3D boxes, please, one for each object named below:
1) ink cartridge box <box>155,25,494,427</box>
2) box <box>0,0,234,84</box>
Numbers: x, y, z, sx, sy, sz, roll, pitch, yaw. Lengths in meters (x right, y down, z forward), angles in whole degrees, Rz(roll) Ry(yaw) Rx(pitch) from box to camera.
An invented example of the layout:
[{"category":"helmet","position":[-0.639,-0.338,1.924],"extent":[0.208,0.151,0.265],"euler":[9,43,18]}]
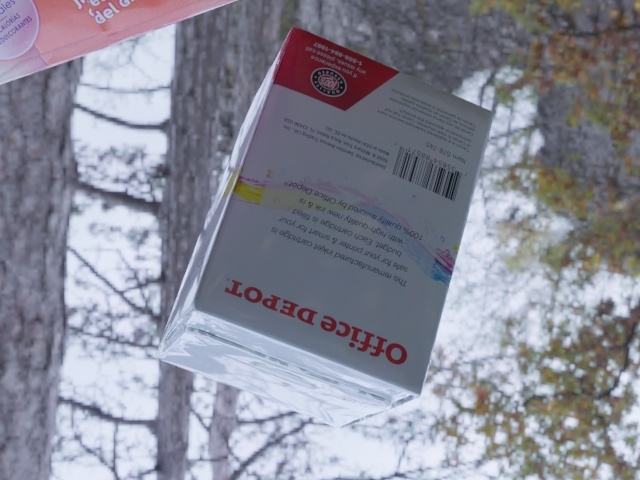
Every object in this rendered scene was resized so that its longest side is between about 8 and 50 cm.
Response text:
[{"category":"ink cartridge box","position":[0.000,0.000,0.586],"extent":[0.128,0.176,0.127],"euler":[23,156,-10]},{"category":"box","position":[-0.114,-0.208,0.584],"extent":[0.142,0.154,0.300],"euler":[-18,-161,6]}]
